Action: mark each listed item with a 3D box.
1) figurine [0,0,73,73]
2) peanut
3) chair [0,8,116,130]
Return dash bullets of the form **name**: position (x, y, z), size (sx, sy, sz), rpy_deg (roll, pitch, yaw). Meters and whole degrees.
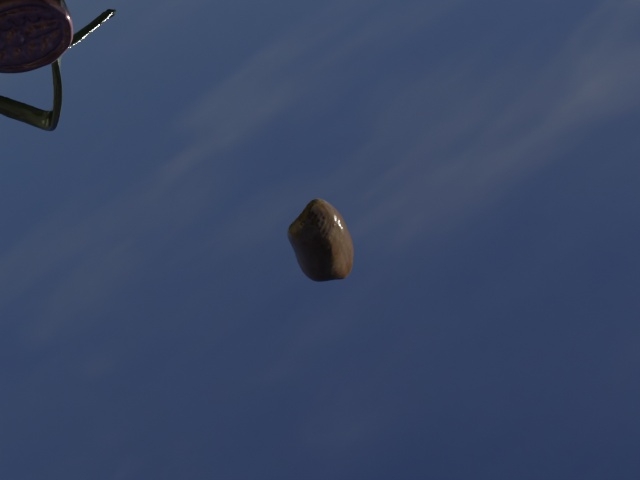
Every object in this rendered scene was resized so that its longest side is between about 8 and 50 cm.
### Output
- **figurine**: position (-0.150, -0.309, 1.354), size (0.361, 0.253, 0.211), rpy_deg (-25, -157, 21)
- **peanut**: position (0.000, 0.000, 2.418), size (0.076, 0.152, 0.076), rpy_deg (-8, -125, 11)
- **chair**: position (-0.354, -0.277, 2.341), size (0.190, 0.203, 0.275), rpy_deg (12, -139, 11)
